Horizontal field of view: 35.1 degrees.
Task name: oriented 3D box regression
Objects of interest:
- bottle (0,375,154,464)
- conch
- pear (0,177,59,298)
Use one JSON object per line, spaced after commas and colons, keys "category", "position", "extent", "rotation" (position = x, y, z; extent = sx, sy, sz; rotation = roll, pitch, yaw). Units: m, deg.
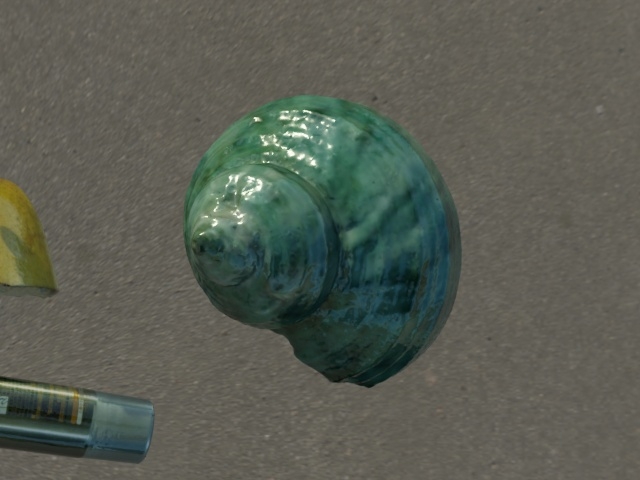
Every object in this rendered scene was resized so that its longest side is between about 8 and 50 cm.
{"category": "bottle", "position": [-0.337, 0.201, 1.163], "extent": [0.286, 0.082, 0.082], "rotation": [12, 76, -21]}
{"category": "conch", "position": [-0.002, 0.000, 0.664], "extent": [0.202, 0.134, 0.196], "rotation": [-7, 77, -27]}
{"category": "pear", "position": [-0.446, -0.011, 1.206], "extent": [0.267, 0.267, 0.178], "rotation": [0, 84, -24]}
